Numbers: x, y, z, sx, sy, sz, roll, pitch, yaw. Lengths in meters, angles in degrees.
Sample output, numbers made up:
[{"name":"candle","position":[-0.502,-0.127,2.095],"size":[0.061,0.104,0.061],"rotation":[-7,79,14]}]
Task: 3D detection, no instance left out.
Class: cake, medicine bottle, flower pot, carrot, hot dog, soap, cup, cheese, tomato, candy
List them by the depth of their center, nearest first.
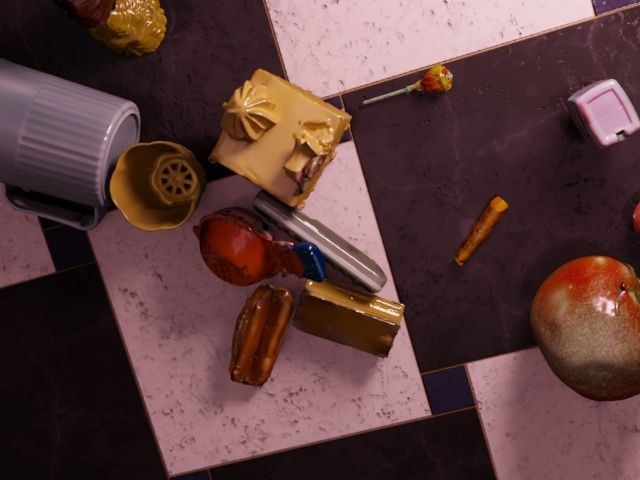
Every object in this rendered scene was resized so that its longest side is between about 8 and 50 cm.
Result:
[{"name":"medicine bottle","position":[0.561,-0.254,1.687],"size":[0.094,0.188,0.119],"rotation":[-31,94,11]},{"name":"cake","position":[-0.085,-0.209,1.726],"size":[0.227,0.286,0.222],"rotation":[29,102,2]},{"name":"tomato","position":[0.574,0.191,1.735],"size":[0.239,0.303,0.303],"rotation":[-30,95,27]},{"name":"candy","position":[0.185,-0.323,1.799],"size":[0.201,0.060,0.060],"rotation":[-15,97,16]},{"name":"cup","position":[-0.581,-0.190,1.809],"size":[0.311,0.257,0.331],"rotation":[16,99,3]},{"name":"cheese","position":[-0.139,0.024,1.815],"size":[0.329,0.129,0.217],"rotation":[11,144,32]},{"name":"flower pot","position":[-0.333,-0.127,1.826],"size":[0.195,0.179,0.195],"rotation":[2,101,8]},{"name":"carrot","position":[0.348,-0.019,1.832],"size":[0.042,0.042,0.170],"rotation":[35,105,0]},{"name":"soap","position":[0.058,0.168,1.851],"size":[0.233,0.076,0.135],"rotation":[20,137,4]},{"name":"hot dog","position":[-0.141,0.217,1.898],"size":[0.115,0.072,0.269],"rotation":[13,114,-20]}]

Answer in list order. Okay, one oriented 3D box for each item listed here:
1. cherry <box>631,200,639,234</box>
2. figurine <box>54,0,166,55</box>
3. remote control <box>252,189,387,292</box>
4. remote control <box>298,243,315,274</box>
[{"name":"cherry","position":[0.713,-0.052,1.755],"size":[0.106,0.087,0.126],"rotation":[33,84,8]},{"name":"figurine","position":[-0.448,-0.476,1.712],"size":[0.168,0.315,0.187],"rotation":[-17,97,9]},{"name":"remote control","position":[0.000,0.000,1.834],"size":[0.335,0.128,0.065],"rotation":[36,86,0]},{"name":"remote control","position":[-0.031,0.053,1.895],"size":[0.096,0.014,0.039],"rotation":[48,133,-4]}]
